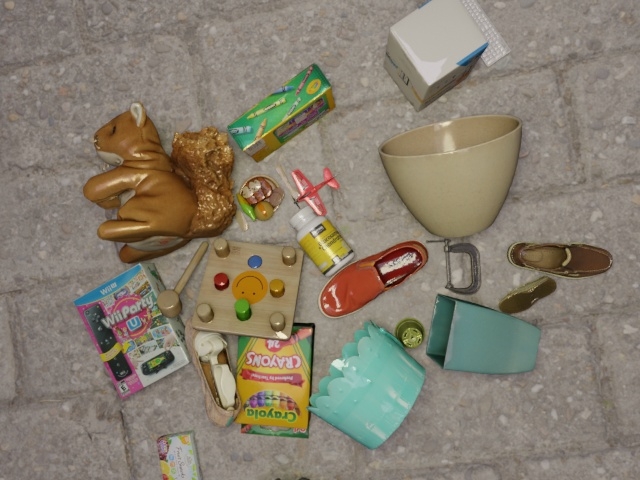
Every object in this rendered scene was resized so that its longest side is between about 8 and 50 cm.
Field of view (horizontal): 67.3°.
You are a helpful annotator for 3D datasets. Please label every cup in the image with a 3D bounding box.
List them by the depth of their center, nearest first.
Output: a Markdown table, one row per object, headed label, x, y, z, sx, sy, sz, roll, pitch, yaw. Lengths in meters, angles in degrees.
| label | x | y | z | sx | sy | sz | roll | pitch | yaw |
| --- | --- | --- | --- | --- | --- | --- | --- | --- | --- |
| cup | 0.328 | -0.148 | 1.180 | 0.330 | 0.331 | 0.237 | -14 | 112 | 5 |

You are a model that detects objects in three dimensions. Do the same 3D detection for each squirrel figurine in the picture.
| label | x | y | z | sx | sy | sz | roll | pitch | yaw |
| --- | --- | --- | --- | --- | --- | --- | --- | --- | --- |
| squirrel figurine | -0.419 | -0.176 | 1.290 | 0.396 | 0.281 | 0.371 | -13 | 76 | -6 |

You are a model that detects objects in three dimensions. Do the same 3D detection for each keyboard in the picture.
| label | x | y | z | sx | sy | sz | roll | pitch | yaw |
| --- | --- | --- | --- | --- | --- | --- | --- | --- | --- |
| keyboard | 0.415 | -0.597 | 1.308 | 0.072 | 0.014 | 0.256 | -33 | 85 | 4 |

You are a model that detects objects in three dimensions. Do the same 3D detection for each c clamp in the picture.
| label | x | y | z | sx | sy | sz | roll | pitch | yaw |
| --- | --- | --- | --- | --- | --- | --- | --- | --- | --- |
| c clamp | 0.363 | 0.070 | 1.293 | 0.137 | 0.022 | 0.161 | -8 | 86 | 1 |

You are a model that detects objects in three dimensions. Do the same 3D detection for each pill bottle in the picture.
| label | x | y | z | sx | sy | sz | roll | pitch | yaw |
| --- | --- | --- | --- | --- | --- | --- | --- | --- | --- |
| pill bottle | 0.000 | 0.000 | 1.289 | 0.103 | 0.103 | 0.184 | -39 | 85 | 4 |

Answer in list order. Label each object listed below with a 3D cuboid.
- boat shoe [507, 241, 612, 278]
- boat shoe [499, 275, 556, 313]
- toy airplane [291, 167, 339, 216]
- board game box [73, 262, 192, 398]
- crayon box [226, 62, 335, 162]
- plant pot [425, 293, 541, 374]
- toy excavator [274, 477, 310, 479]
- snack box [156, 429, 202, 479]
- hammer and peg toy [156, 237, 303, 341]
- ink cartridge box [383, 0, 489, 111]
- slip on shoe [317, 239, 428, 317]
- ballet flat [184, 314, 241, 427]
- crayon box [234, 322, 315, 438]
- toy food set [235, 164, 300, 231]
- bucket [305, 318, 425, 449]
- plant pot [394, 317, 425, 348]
| label | x | y | z | sx | sy | sz | roll | pitch | yaw |
| --- | --- | --- | --- | --- | --- | --- | --- | --- | --- |
| boat shoe | 0.619 | 0.051 | 1.226 | 0.257 | 0.095 | 0.095 | 1 | 88 | 6 |
| boat shoe | 0.540 | 0.141 | 1.263 | 0.153 | 0.048 | 0.056 | -34 | 98 | 11 |
| toy airplane | -0.012 | -0.146 | 1.331 | 0.151 | 0.028 | 0.151 | 0 | 93 | 2 |
| board game box | -0.510 | 0.247 | 1.340 | 0.223 | 0.097 | 0.304 | -29 | 85 | 4 |
| crayon box | -0.096 | -0.330 | 1.278 | 0.278 | 0.165 | 0.081 | -35 | 85 | 3 |
| plant pot | 0.414 | 0.244 | 1.213 | 0.234 | 0.166 | 0.166 | 11 | 90 | -1 |
| toy excavator | -0.002 | 0.852 | 1.187 | 0.222 | 0.433 | 0.445 | -43 | 57 | 3 |
| snack box | -0.394 | 0.614 | 1.345 | 0.100 | 0.037 | 0.141 | -12 | 87 | 4 |
| hammer and peg toy | -0.236 | 0.111 | 1.252 | 0.360 | 0.127 | 0.266 | 7 | 62 | 3 |
| ink cartridge box | 0.279 | -0.465 | 1.209 | 0.171 | 0.232 | 0.168 | -34 | 87 | 4 |
| slip on shoe | 0.136 | 0.100 | 1.274 | 0.331 | 0.101 | 0.123 | -29 | 87 | 6 |
| ballet flat | -0.274 | 0.325 | 1.269 | 0.107 | 0.106 | 0.316 | -8 | 63 | -36 |
| crayon box | -0.122 | 0.383 | 1.302 | 0.202 | 0.081 | 0.319 | 2 | 89 | 6 |
| toy food set | -0.168 | -0.122 | 1.342 | 0.192 | 0.038 | 0.133 | -32 | 85 | 4 |
| bucket | 0.115 | 0.356 | 1.189 | 0.183 | 0.281 | 0.281 | 37 | 92 | 4 |
| plant pot | 0.238 | 0.250 | 1.269 | 0.083 | 0.079 | 0.084 | 0 | 88 | 7 |
